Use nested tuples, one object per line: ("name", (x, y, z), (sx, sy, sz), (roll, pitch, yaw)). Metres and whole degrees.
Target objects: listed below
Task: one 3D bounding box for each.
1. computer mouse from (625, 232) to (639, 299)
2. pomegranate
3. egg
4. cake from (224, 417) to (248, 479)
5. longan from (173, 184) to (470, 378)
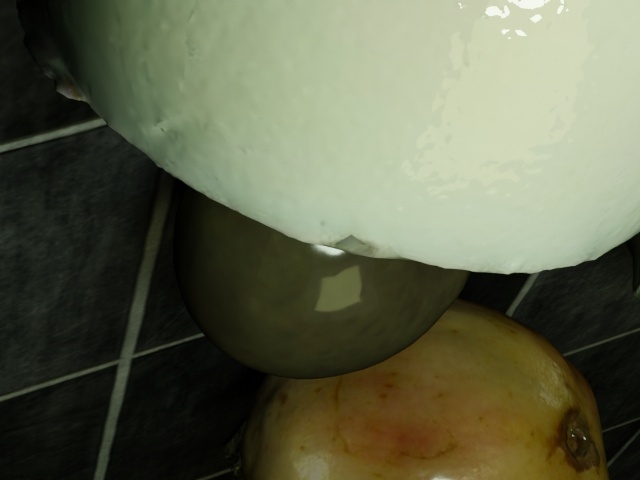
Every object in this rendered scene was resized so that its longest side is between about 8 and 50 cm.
("computer mouse", (0.419, -0.026, 1.966), (0.228, 0.145, 0.429), (-21, 171, 10))
("pomegranate", (0.094, 0.250, 1.938), (0.411, 0.411, 0.411), (-21, 160, -8))
("egg", (0.064, -0.211, 0.863), (0.354, 0.354, 0.340), (-8, 133, -37))
("cake", (-0.075, 0.230, 2.172), (0.055, 0.051, 0.140), (-16, 156, -16))
("longan", (0.000, 0.000, 1.453), (0.246, 0.215, 0.246), (-39, 180, 0))
